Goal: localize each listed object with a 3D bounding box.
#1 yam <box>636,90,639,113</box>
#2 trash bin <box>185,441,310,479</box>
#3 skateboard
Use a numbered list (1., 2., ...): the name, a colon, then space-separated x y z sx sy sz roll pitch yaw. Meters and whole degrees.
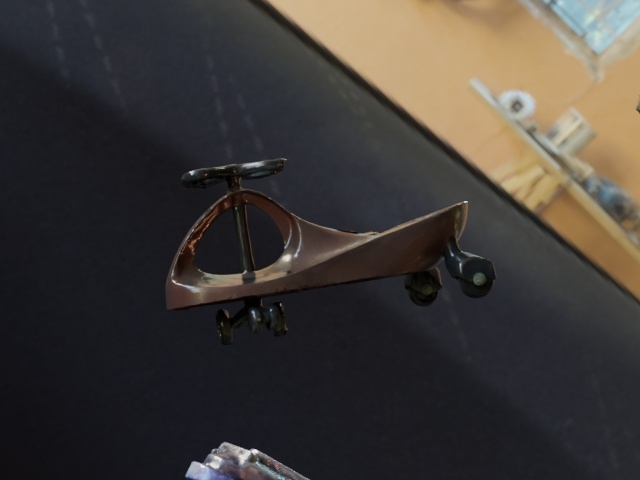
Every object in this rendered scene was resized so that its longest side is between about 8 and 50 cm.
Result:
1. yam: 0.170 -0.086 0.463 0.146 0.069 0.070 85 -21 -46
2. trash bin: -0.054 0.285 0.799 0.184 0.234 0.162 28 -20 11
3. skateboard: 0.000 0.000 0.523 0.067 0.151 0.080 163 -82 -68
